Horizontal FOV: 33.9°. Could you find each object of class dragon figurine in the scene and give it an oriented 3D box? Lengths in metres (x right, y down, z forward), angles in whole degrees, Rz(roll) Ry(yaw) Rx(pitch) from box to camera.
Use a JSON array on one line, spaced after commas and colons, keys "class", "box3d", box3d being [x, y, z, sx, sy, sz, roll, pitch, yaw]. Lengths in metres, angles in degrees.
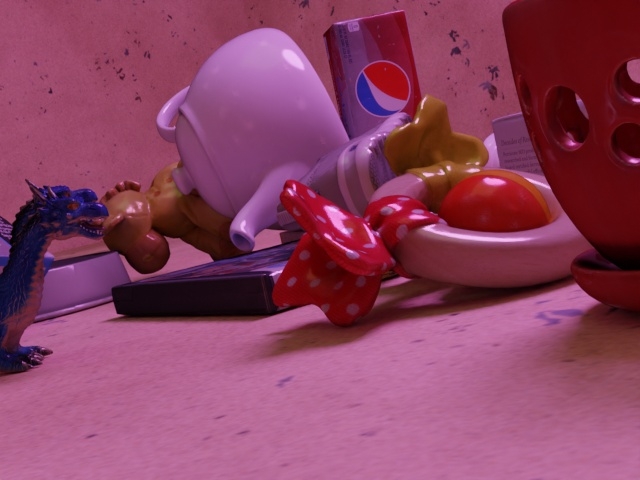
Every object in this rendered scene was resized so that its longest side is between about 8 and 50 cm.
[{"class": "dragon figurine", "box3d": [-0.297, 0.038, 0.817, 0.289, 0.144, 0.085, -12, 4, -2]}]

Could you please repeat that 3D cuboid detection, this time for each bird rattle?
[{"class": "bird rattle", "box3d": [0.091, -0.021, 0.746, 0.207, 0.143, 0.253, 8, 15, 23]}]

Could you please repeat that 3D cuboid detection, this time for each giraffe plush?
[{"class": "giraffe plush", "box3d": [-0.209, -0.031, 1.374, 0.170, 0.210, 0.181, -31, -23, -20]}]

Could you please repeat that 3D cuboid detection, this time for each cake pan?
[{"class": "cake pan", "box3d": [-0.369, 0.065, 1.288, 0.293, 0.054, 0.293, -12, 4, 1]}]

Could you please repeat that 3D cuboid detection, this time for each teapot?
[{"class": "teapot", "box3d": [-0.086, -0.110, 1.213, 0.187, 0.252, 0.256, -27, -6, -7]}]

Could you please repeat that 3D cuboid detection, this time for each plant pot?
[{"class": "plant pot", "box3d": [0.201, -0.059, 0.539, 0.191, 0.174, 0.191, -11, 4, 1]}]

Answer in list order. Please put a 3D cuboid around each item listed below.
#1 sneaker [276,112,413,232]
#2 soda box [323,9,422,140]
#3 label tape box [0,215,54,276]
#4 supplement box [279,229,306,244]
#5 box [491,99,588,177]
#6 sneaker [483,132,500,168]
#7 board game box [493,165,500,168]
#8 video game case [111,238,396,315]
[{"class": "sneaker", "box3d": [0.037, -0.059, 1.008, 0.115, 0.105, 0.281, -17, -1, 18]}, {"class": "soda box", "box3d": [0.076, -0.132, 1.252, 0.092, 0.263, 0.083, -12, 4, -8]}, {"class": "label tape box", "box3d": [-0.468, -0.038, 1.050, 0.333, 0.106, 0.240, 35, 5, 11]}, {"class": "supplement box", "box3d": [0.000, 0.000, 1.249, 0.062, 0.036, 0.098, -14, 5, -24]}, {"class": "box", "box3d": [0.303, -0.089, 1.051, 0.181, 0.119, 0.182, -13, 5, -28]}, {"class": "sneaker", "box3d": [0.410, -0.143, 1.755, 0.305, 0.114, 0.152, -20, 22, -34]}, {"class": "board game box", "box3d": [0.252, -0.071, 1.398, 0.193, 0.053, 0.305, -13, 4, -21]}, {"class": "video game case", "box3d": [-0.028, 0.025, 1.000, 0.248, 0.035, 0.275, -15, 5, -37]}]
